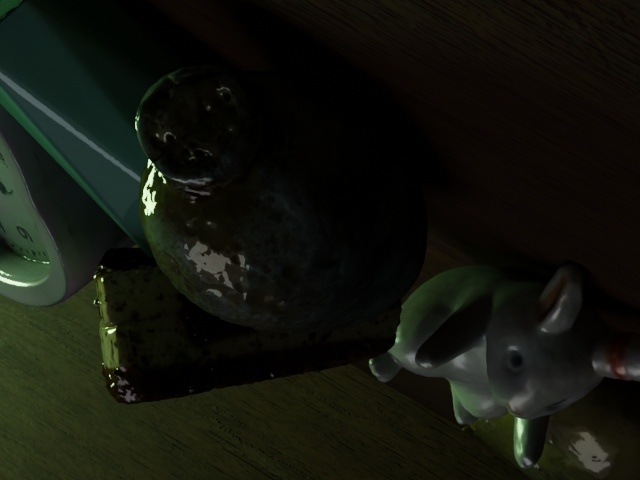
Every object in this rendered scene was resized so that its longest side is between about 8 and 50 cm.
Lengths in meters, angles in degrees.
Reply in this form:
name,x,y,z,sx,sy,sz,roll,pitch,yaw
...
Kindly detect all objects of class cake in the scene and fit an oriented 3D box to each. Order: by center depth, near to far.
name,x,y,z,sx,sy,sz,roll,pitch,yaw
cake,-0.062,0.062,1.255,0.246,0.112,0.135,-3,-172,7

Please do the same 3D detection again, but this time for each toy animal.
name,x,y,z,sx,sy,sz,roll,pitch,yaw
toy animal,0.159,0.093,1.271,0.140,0.138,0.282,39,169,-23

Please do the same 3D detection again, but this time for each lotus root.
name,x,y,z,sx,sy,sz,roll,pitch,yaw
lotus root,-0.013,-0.015,1.109,0.175,0.175,0.349,27,180,25

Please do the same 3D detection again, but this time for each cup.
name,x,y,z,sx,sy,sz,roll,pitch,yaw
cup,-0.161,-0.107,1.185,0.235,0.134,0.148,40,-164,-35

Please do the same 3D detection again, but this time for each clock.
name,x,y,z,sx,sy,sz,roll,pitch,yaw
clock,-0.289,-0.097,1.381,0.338,0.102,0.338,38,151,26

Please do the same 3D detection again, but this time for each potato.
name,x,y,z,sx,sy,sz,roll,pitch,yaw
potato,0.222,0.157,1.467,0.191,0.141,0.296,34,174,-27
